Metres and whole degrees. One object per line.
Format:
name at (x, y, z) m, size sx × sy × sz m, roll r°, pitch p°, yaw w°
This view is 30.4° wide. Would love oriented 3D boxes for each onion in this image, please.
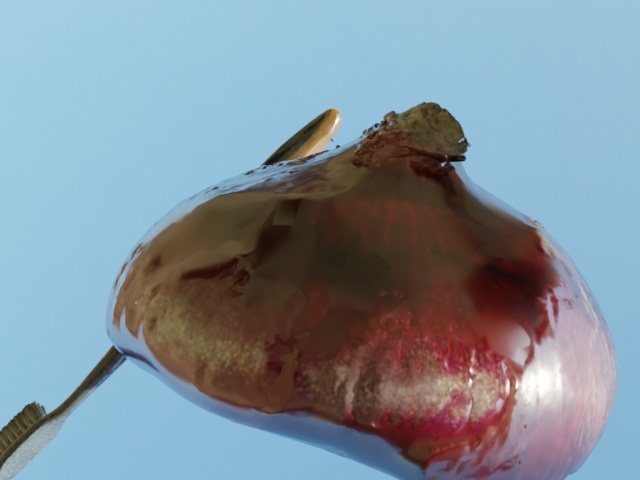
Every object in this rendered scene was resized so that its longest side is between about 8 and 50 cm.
onion at (0.028, 0.019, 0.632) m, size 0.272 × 0.272 × 0.195 m, roll 22°, pitch -78°, yaw 43°

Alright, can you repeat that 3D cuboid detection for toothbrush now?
toothbrush at (-0.097, 0.032, 0.755) m, size 0.321 × 0.023 × 0.031 m, roll -45°, pitch -128°, yaw -5°
